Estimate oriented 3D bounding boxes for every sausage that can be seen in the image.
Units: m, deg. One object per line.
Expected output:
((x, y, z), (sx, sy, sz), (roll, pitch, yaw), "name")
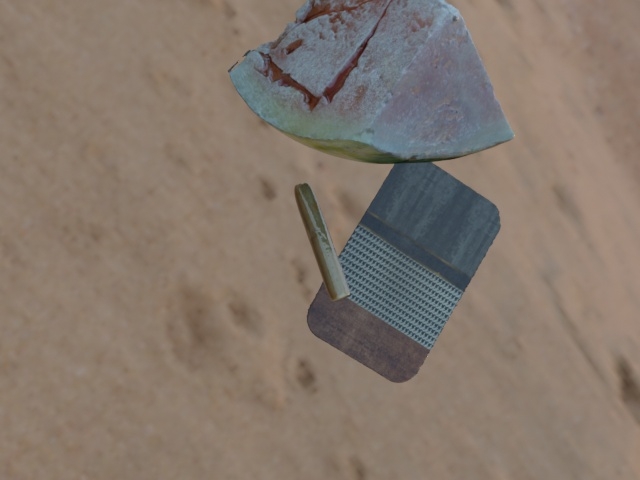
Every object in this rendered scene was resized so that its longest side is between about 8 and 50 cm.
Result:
((0.000, 0.000, 1.856), (0.024, 0.024, 0.132), (2, 65, -57), "sausage")

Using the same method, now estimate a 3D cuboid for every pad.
((0.050, -0.002, 2.064), (0.323, 0.250, 0.055), (34, -6, -40), "pad")

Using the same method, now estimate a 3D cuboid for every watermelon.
((0.077, -0.181, 1.829), (0.261, 0.201, 0.213), (1, 25, -37), "watermelon")
